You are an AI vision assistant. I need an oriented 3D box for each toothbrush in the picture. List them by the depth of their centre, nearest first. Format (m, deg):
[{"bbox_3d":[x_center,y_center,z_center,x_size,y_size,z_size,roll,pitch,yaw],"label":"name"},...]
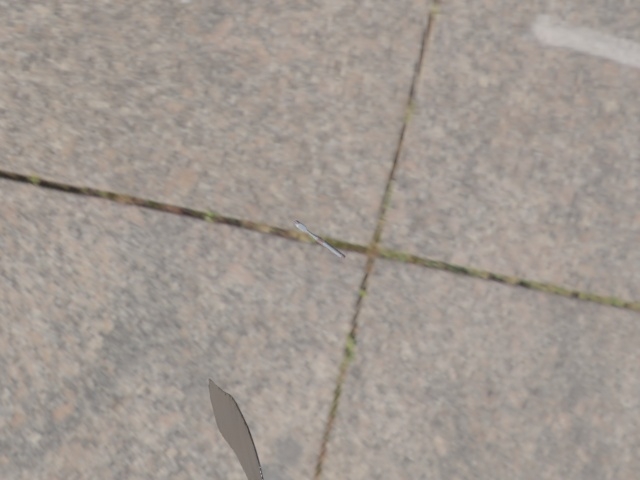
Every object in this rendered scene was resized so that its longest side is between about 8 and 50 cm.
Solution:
[{"bbox_3d":[0.000,0.000,1.296,0.006,0.008,0.097,-49,142,4],"label":"toothbrush"}]

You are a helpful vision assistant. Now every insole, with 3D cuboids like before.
[{"bbox_3d":[-0.051,0.113,0.751,0.002,0.153,0.053,-13,97,-13],"label":"insole"}]
